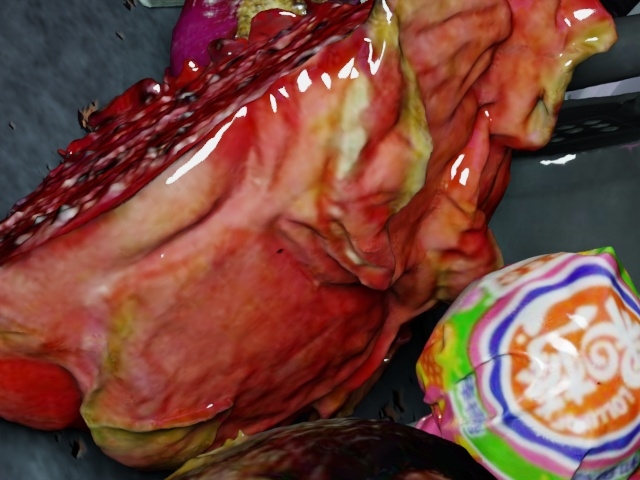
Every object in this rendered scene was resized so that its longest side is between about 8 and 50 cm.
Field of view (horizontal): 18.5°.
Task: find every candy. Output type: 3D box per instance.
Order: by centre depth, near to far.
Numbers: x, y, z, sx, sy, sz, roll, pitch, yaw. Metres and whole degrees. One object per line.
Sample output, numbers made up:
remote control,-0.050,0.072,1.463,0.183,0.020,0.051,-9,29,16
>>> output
candy,0.083,0.089,1.041,0.124,0.365,0.124,2,80,-13

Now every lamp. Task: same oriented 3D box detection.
lamp,0.164,0.035,1.205,0.374,0.205,0.272,123,-46,-80

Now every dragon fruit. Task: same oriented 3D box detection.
dragon fruit,0.005,0.009,0.977,0.228,0.329,0.286,58,30,-12

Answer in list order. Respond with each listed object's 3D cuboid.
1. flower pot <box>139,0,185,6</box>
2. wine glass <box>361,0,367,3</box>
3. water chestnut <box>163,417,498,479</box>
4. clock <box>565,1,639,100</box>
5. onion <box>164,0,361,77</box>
flower pot,-0.115,-0.270,1.248,0.229,0.108,0.103,57,33,0
wine glass,0.022,-0.156,1.346,0.222,0.103,0.103,58,32,4
water chestnut,0.024,0.222,0.801,0.335,0.347,0.335,23,48,-29
clock,0.316,-0.112,1.488,0.102,0.338,0.338,41,35,-19
onion,-0.022,-0.089,1.221,0.198,0.135,0.173,75,-6,-58
